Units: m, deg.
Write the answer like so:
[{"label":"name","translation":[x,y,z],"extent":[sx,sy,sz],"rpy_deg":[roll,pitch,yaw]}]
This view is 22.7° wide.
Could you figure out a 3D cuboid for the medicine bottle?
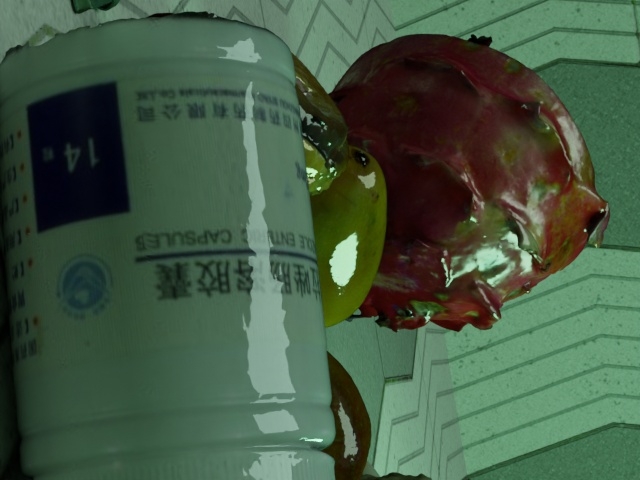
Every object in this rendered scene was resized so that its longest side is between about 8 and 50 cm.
[{"label":"medicine bottle","translation":[-0.092,0.050,0.967],"extent":[0.190,0.190,0.332],"rpy_deg":[40,42,-75]}]

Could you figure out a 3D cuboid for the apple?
[{"label":"apple","translation":[-0.033,0.153,1.305],"extent":[0.146,0.163,0.147],"rpy_deg":[-51,174,-7]}]

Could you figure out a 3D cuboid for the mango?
[{"label":"mango","translation":[0.000,0.000,1.724],"extent":[0.113,0.138,0.253],"rpy_deg":[-110,-162,-44]}]

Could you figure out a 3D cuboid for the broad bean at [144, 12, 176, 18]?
[{"label":"broad bean","translation":[-0.104,-0.068,1.214],"extent":[0.156,0.122,0.228],"rpy_deg":[130,-38,-69]}]

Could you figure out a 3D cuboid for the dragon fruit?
[{"label":"dragon fruit","translation":[0.125,-0.041,1.872],"extent":[0.249,0.386,0.371],"rpy_deg":[-44,144,-45]}]

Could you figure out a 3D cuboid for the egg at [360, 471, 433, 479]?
[{"label":"egg","translation":[0.059,0.351,1.407],"extent":[0.279,0.279,0.310],"rpy_deg":[-73,150,-68]}]

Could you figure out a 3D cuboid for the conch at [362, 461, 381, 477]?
[{"label":"conch","translation":[0.053,0.315,1.882],"extent":[0.104,0.094,0.176],"rpy_deg":[-17,96,-40]}]

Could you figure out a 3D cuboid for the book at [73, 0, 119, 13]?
[{"label":"book","translation":[-0.174,-0.230,1.238],"extent":[0.135,0.017,0.103],"rpy_deg":[-62,142,-74]}]

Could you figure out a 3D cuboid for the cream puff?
[{"label":"cream puff","translation":[-0.059,-0.099,1.434],"extent":[0.189,0.129,0.189],"rpy_deg":[40,19,-17]}]
